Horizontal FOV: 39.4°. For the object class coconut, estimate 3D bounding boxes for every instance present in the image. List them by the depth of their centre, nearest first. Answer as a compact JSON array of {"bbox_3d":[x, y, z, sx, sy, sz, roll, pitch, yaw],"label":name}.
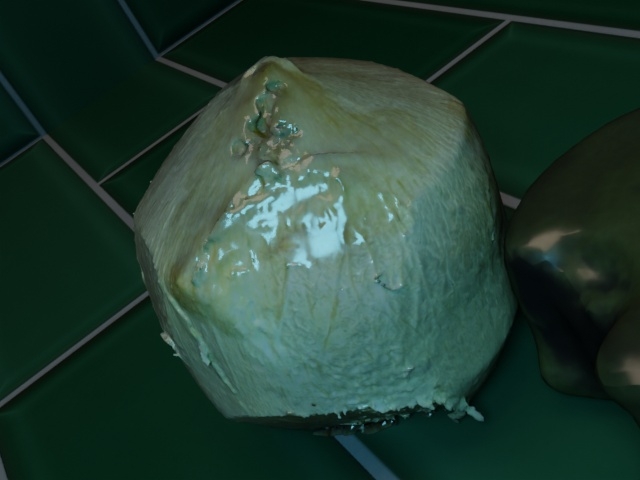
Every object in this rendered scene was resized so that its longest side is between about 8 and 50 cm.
[{"bbox_3d":[0.000,0.000,0.820,0.346,0.360,0.346,-21,30,13],"label":"coconut"}]

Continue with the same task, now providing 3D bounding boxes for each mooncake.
[{"bbox_3d":[0.317,0.030,0.668,0.351,0.187,0.351,-26,28,15],"label":"mooncake"}]
